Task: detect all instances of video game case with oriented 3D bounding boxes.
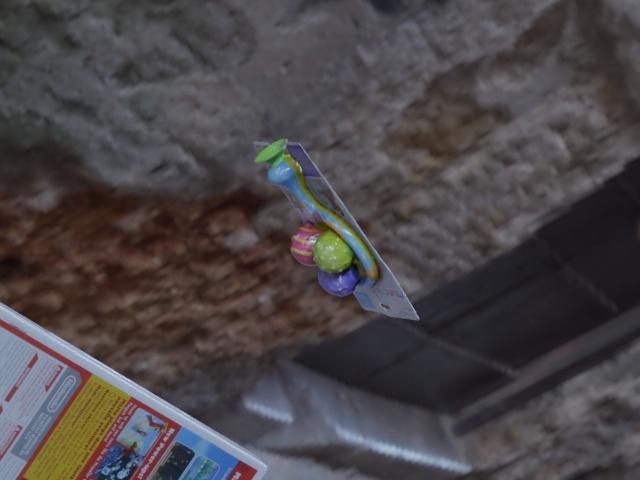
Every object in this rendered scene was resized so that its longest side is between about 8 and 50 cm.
[{"bbox_3d":[-0.208,0.187,1.185,0.285,0.204,0.025,35,-1,-23],"label":"video game case"}]

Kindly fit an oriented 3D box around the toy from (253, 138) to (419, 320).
[{"bbox_3d":[0.000,0.000,1.690,0.237,0.056,0.137,59,-18,-16],"label":"toy"}]
